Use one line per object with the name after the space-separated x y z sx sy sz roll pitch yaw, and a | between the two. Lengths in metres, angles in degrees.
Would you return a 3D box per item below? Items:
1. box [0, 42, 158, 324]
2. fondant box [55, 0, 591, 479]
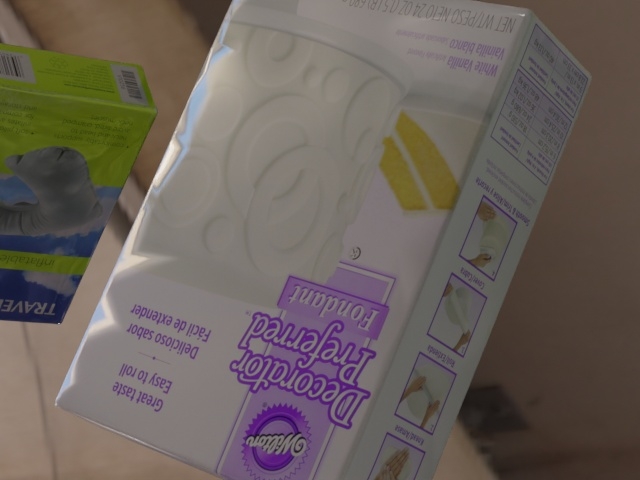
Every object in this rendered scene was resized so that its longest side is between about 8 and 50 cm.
-0.167 -0.020 0.831 0.109 0.178 0.042 7 -140 -29 | box
0.000 0.000 1.030 0.096 0.238 0.330 32 -103 -51 | fondant box
